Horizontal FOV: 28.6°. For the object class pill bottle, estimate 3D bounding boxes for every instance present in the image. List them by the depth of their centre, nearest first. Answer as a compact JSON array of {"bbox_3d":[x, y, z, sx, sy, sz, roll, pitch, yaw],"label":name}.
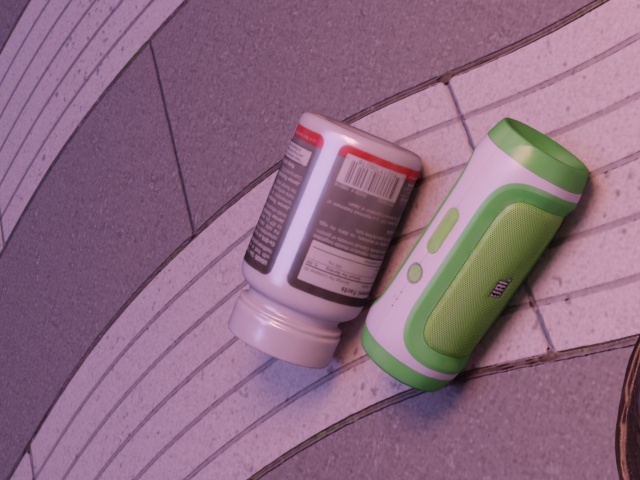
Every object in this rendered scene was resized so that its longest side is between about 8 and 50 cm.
[{"bbox_3d":[0.000,0.000,1.532,0.161,0.161,0.283,32,102,48],"label":"pill bottle"}]

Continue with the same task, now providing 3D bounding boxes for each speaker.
[{"bbox_3d":[0.164,0.019,1.366,0.296,0.131,0.131,-58,43,18],"label":"speaker"}]

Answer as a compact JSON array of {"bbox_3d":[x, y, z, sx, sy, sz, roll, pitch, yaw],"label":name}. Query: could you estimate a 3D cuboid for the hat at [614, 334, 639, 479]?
[{"bbox_3d":[0.335,0.115,1.016,0.331,0.134,0.331,-31,47,39],"label":"hat"}]
